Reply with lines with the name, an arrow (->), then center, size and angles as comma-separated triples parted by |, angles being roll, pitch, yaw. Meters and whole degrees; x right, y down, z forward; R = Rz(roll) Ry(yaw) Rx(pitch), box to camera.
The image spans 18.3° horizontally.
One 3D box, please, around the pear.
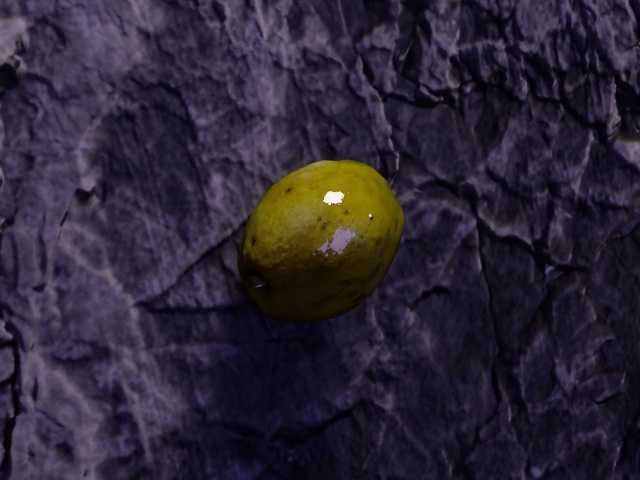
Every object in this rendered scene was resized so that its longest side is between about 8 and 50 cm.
pear -> 0.000, 0.000, 1.409 | 0.131, 0.107, 0.107 | -40, 121, -30
